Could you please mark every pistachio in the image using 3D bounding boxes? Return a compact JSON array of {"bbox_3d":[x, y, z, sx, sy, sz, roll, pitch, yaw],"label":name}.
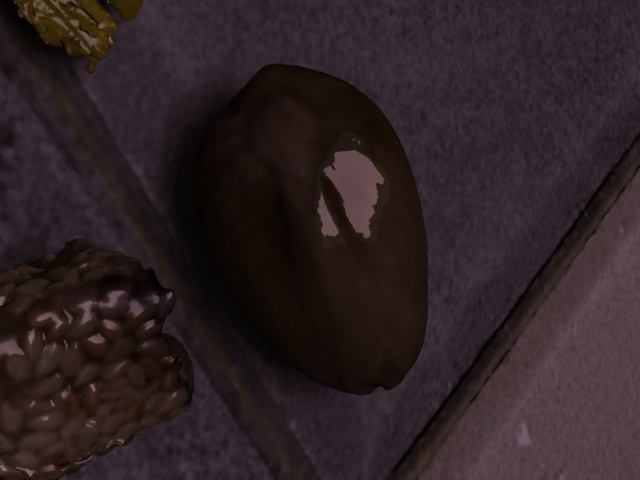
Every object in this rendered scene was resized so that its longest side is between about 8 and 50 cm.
[{"bbox_3d":[0.000,0.000,0.601,0.108,0.126,0.185,-19,108,-1],"label":"pistachio"}]

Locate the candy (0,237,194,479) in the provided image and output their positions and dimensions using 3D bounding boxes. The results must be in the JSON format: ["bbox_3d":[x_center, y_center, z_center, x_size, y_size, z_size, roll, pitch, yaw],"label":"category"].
[{"bbox_3d":[-0.112,0.050,0.496,0.110,0.085,0.095,-31,115,-31],"label":"candy"}]

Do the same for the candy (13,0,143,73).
[{"bbox_3d":[-0.086,-0.245,0.550,0.187,0.081,0.297,49,67,-30],"label":"candy"}]
